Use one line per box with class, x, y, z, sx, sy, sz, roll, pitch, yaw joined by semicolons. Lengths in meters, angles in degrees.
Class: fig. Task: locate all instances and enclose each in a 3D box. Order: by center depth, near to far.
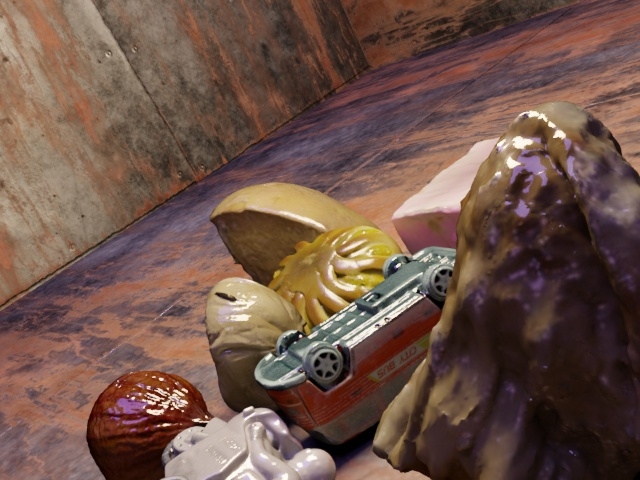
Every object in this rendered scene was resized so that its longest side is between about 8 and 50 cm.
fig;-0.162;0.218;0.879;0.201;0.134;0.146;-4;37;34

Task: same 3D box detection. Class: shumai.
shumai;0.136;0.078;0.552;0.262;0.314;0.267;-27;29;13

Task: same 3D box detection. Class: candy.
candy;0.239;-0.054;1.085;0.155;0.116;0.265;-10;22;50

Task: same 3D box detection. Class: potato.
potato;-0.005;-0.035;1.251;0.264;0.190;0.211;-11;23;41

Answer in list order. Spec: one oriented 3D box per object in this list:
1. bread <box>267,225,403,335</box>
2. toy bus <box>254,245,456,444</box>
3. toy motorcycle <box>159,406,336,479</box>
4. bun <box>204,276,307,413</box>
bread;0.012;0.062;1.039;0.213;0.105;0.213;-26;38;23
toy bus;0.064;0.114;0.836;0.265;0.120;0.121;-33;15;-17
toy motorcycle;-0.067;0.235;0.722;0.170;0.110;0.260;-17;21;-9
bun;-0.069;0.123;0.928;0.113;0.167;0.173;-10;-6;3
